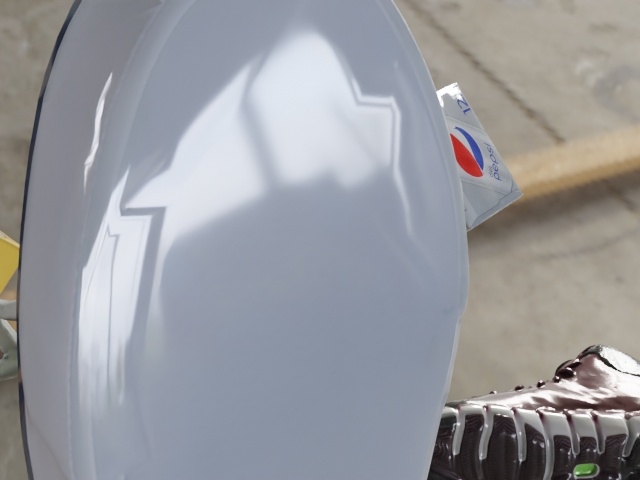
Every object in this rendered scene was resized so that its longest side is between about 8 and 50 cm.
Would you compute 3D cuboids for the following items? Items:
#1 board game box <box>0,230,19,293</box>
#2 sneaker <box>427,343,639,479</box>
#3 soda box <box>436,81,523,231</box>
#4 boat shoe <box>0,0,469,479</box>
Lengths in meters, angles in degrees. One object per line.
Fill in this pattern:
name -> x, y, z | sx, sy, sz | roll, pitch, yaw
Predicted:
board game box -> -0.337, -0.069, 0.919 | 0.242, 0.316, 0.064 | 33, 88, 29
sneaker -> 0.183, 0.154, 1.439 | 0.281, 0.106, 0.162 | 3, 26, -5
soda box -> 0.000, 0.000, 1.232 | 0.091, 0.286, 0.098 | -30, 89, -54
boat shoe -> -0.045, 0.066, 0.522 | 0.136, 0.367, 0.156 | -28, 38, -30
